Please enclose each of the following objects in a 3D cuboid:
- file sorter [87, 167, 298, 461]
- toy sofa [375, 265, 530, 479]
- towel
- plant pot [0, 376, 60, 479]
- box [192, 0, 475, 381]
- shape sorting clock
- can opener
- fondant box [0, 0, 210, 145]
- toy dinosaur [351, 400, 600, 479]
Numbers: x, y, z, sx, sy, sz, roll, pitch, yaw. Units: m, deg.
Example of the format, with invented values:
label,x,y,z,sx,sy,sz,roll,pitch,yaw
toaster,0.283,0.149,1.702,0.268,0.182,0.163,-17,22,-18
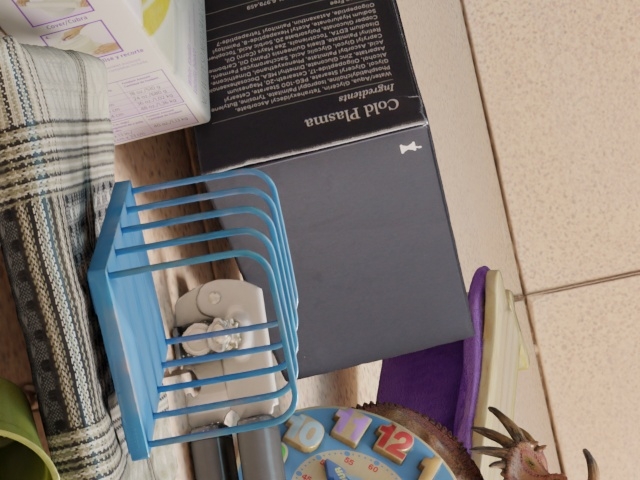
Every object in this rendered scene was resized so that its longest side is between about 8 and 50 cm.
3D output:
label,x,y,z,sx,sy,sz,roll,pitch,yaw
file sorter,-0.071,0.037,1.157,0.170,0.104,0.118,-93,173,-71
toy sofa,0.116,0.205,1.950,0.177,0.150,0.363,67,24,-45
towel,-0.140,0.033,1.197,0.324,0.056,0.312,-75,152,-89
plant pot,-0.183,0.115,1.040,0.079,0.083,0.083,-104,175,-61
box,-0.004,-0.107,1.610,0.343,0.178,0.313,71,5,-57
shape sorting clock,0.027,0.218,1.584,0.206,0.206,0.040,-87,-165,-49
can opener,-0.059,0.164,1.501,0.093,0.074,0.280,42,38,-70
fondant box,-0.179,-0.251,1.341,0.330,0.096,0.238,55,26,-57
toy dinosaur,0.096,0.209,1.703,0.295,0.200,0.127,33,6,1
